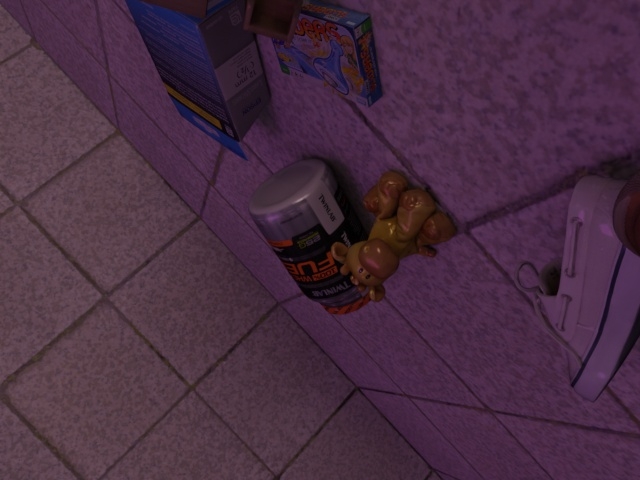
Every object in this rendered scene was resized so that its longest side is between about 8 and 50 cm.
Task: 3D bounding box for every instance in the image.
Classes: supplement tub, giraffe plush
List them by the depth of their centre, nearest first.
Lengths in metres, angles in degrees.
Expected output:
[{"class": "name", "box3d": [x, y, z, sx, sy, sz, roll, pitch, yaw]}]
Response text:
[{"class": "giraffe plush", "box3d": [0.114, 0.007, 0.978, 0.181, 0.170, 0.210, 40, 159, 18]}, {"class": "supplement tub", "box3d": [0.000, 0.000, 1.164, 0.193, 0.193, 0.316, 17, 146, 54]}]

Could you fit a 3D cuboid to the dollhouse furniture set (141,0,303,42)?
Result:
[{"class": "dollhouse furniture set", "box3d": [-0.123, -0.440, 0.618, 0.286, 0.198, 0.303, 11, 157, -12]}]

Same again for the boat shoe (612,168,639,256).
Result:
[{"class": "boat shoe", "box3d": [0.358, 0.024, 0.464, 0.324, 0.123, 0.117, 31, -152, -40]}]

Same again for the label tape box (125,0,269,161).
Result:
[{"class": "label tape box", "box3d": [-0.230, -0.352, 1.080, 0.249, 0.115, 0.348, 36, 161, 27]}]

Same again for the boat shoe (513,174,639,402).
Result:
[{"class": "boat shoe", "box3d": [0.335, 0.066, 0.700, 0.156, 0.136, 0.367, 31, 152, 37]}]

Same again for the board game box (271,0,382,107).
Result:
[{"class": "board game box", "box3d": [0.000, -0.296, 0.826, 0.201, 0.035, 0.136, 32, 156, 35]}]
